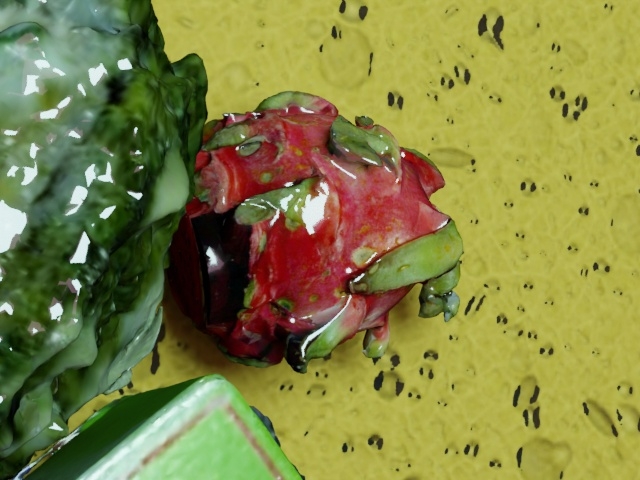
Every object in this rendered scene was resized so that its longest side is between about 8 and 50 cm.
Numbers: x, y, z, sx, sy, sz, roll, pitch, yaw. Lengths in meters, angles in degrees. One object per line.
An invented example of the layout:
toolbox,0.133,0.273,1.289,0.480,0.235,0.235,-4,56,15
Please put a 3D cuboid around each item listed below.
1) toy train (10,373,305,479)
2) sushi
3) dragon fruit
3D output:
toy train,-0.084,0.242,0.916,0.249,0.173,0.307,-38,97,-27
sushi,-0.214,-0.032,0.841,0.294,0.178,0.352,25,72,9
dragon fruit,0.000,0.000,0.970,0.172,0.160,0.166,-10,65,-19
